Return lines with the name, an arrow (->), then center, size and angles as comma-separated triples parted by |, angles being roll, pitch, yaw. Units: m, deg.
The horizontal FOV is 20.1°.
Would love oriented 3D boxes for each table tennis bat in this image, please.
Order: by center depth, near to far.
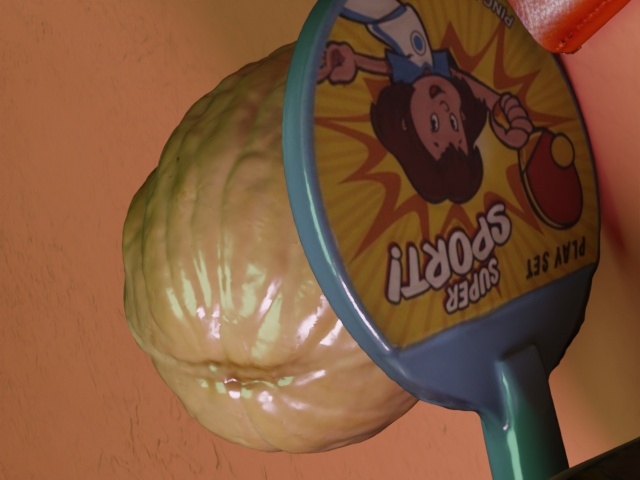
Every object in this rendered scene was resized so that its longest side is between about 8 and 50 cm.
table tennis bat -> 0.079, 0.008, 0.948 | 0.044, 0.215, 0.329 | -11, 96, 47

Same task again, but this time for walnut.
walnut -> 0.000, 0.000, 1.053 | 0.225, 0.261, 0.225 | 16, 134, 17

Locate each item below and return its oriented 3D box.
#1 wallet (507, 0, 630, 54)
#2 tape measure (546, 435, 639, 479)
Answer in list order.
wallet -> 0.141, -0.196, 0.896 | 0.142, 0.045, 0.204 | 62, 150, 8
tape measure -> 0.199, 0.196, 0.848 | 0.259, 0.262, 0.138 | 28, 121, 48
